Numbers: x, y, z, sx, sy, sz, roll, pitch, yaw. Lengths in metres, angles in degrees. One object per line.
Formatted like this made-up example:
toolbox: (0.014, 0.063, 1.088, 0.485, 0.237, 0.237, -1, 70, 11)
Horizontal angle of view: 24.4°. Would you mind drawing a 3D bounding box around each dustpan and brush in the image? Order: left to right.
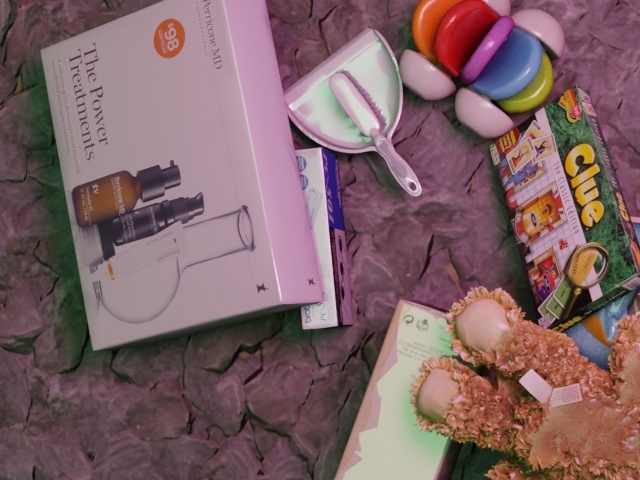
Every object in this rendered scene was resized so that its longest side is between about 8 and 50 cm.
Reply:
dustpan and brush: (0.059, -0.136, 1.750, 0.147, 0.060, 0.211, -37, 80, 8)

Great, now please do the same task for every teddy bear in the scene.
teddy bear: (0.260, 0.182, 1.551, 0.338, 0.113, 0.245, 11, 92, 1)

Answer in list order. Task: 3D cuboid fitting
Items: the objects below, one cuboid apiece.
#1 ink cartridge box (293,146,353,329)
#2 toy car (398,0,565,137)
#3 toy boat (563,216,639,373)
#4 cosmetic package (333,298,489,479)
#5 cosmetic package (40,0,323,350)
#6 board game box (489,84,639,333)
ink cartridge box: (0.000, 0.000, 1.737, 0.046, 0.097, 0.207, -6, 85, 12)
toy car: (0.183, -0.219, 1.686, 0.182, 0.136, 0.159, 36, 89, 12)
toy boat: (0.375, 0.011, 1.620, 0.267, 0.148, 0.318, 21, 87, 25)
cosmetic package: (0.098, 0.229, 1.674, 0.113, 0.160, 0.309, 21, 90, 13)
cosmetic package: (-0.168, -0.081, 1.729, 0.284, 0.097, 0.377, -16, 82, 30)
board game box: (0.270, -0.035, 1.632, 0.136, 0.030, 0.260, -35, 49, 31)
